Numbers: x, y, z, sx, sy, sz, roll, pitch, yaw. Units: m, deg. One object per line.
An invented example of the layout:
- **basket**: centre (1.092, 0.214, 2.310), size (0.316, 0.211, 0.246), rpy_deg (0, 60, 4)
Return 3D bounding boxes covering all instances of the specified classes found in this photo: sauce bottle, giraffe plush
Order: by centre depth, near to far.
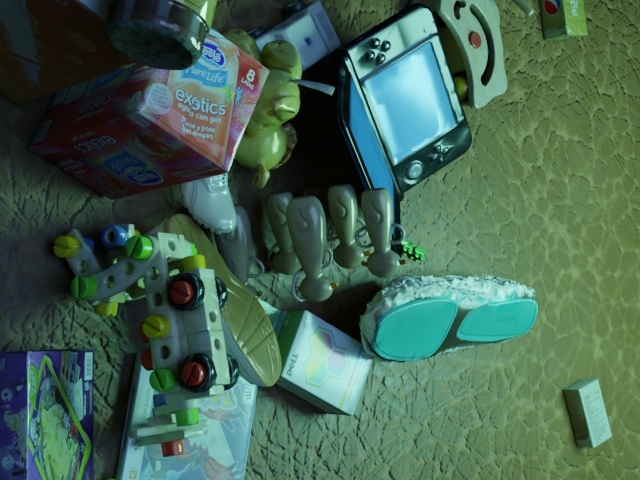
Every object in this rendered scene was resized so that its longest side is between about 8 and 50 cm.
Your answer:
- **sauce bottle**: centre (-0.141, -0.356, 1.278), size (0.111, 0.111, 0.344), rpy_deg (22, 70, -36)
- **giraffe plush**: centre (-0.094, -0.179, 1.720), size (0.181, 0.210, 0.170), rpy_deg (-42, 154, -48)

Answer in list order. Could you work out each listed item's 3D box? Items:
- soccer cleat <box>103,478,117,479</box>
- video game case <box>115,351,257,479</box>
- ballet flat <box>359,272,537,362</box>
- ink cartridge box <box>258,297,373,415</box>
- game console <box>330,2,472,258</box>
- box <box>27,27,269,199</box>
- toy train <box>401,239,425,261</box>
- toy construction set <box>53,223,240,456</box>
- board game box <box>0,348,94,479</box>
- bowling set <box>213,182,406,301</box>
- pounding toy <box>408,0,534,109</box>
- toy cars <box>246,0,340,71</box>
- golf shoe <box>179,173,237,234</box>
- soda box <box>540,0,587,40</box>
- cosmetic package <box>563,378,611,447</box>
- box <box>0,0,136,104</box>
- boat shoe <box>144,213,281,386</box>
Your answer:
- **soccer cleat**: centre (-0.253, 0.400, 1.590), size (0.060, 0.072, 0.178), rpy_deg (-27, 103, -37)
- **video game case**: centre (-0.184, 0.264, 1.689), size (0.201, 0.023, 0.183), rpy_deg (17, 76, -37)
- **ballet flat**: centre (0.183, 0.112, 1.933), size (0.409, 0.147, 0.147), rpy_deg (2, 85, -45)
- **ink cartridge box**: centre (-0.023, 0.173, 1.801), size (0.209, 0.062, 0.109), rpy_deg (34, 66, -32)
- **game console**: centre (0.136, -0.166, 1.828), size (0.250, 0.173, 0.293), rpy_deg (-33, 129, -11)
- **box**: centre (-0.222, -0.163, 1.517), size (0.142, 0.300, 0.154), rpy_deg (33, 65, -30)
- **toy train**: centre (0.141, 0.011, 1.977), size (0.083, 0.017, 0.023), rpy_deg (28, 60, -34)
- **toy construction set**: centre (-0.214, 0.125, 1.549), size (0.151, 0.215, 0.327), rpy_deg (-23, 98, -63)
- **board game box**: centre (-0.334, 0.307, 1.474), size (0.208, 0.056, 0.346), rpy_deg (37, 52, -82)
- **bowling set**: centre (0.000, 0.000, 1.769), size (0.200, 0.287, 0.154), rpy_deg (-37, 120, -70)
- **pounding toy**: centre (0.253, -0.354, 2.009), size (0.154, 0.155, 0.269), rpy_deg (-8, 91, -44)
- **toy cars**: centre (0.046, -0.280, 1.879), size (0.394, 0.087, 0.176), rpy_deg (12, 79, -38)
- **golf shoe**: centre (-0.158, -0.094, 1.663), size (0.069, 0.086, 0.176), rpy_deg (-14, 69, -41)
- **soda box**: centre (0.447, -0.465, 2.237), size (0.061, 0.058, 0.181), rpy_deg (-7, 91, -39)
- **cosmetic package**: centre (0.493, 0.318, 2.219), size (0.060, 0.041, 0.115), rpy_deg (-19, 98, -38)
- **box**: centre (-0.329, -0.309, 1.413), size (0.215, 0.345, 0.168), rpy_deg (38, 64, -30)
- **boat shoe**: centre (-0.157, 0.094, 1.684), size (0.277, 0.096, 0.098), rpy_deg (58, 29, -11)
